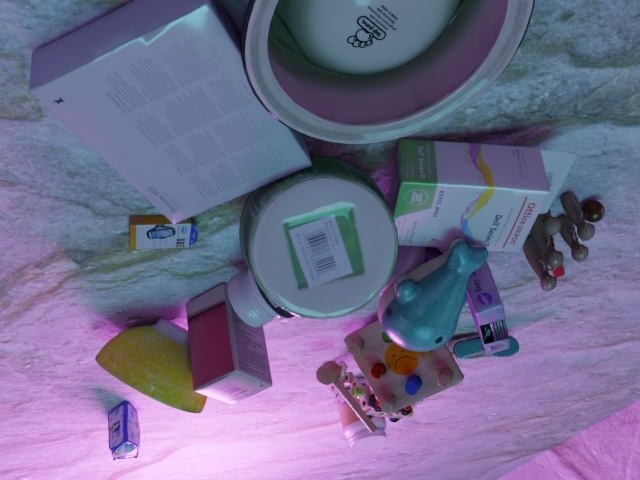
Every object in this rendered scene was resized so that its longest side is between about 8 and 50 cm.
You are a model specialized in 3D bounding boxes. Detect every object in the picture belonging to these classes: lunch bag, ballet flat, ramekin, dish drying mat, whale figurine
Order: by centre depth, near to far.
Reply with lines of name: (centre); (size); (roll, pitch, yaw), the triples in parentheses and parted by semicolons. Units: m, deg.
ramekin: (0.000, 0.000, 1.225); (0.303, 0.148, 0.304); (-2, 103, -6)
whale figurine: (0.243, 0.120, 1.350); (0.216, 0.141, 0.272); (16, 124, -40)
dish drying mat: (0.666, 0.082, 1.840); (0.032, 0.008, 0.083); (-25, 143, 14)
lunch bag: (-0.590, 0.575, 1.976); (0.096, 0.129, 0.151); (0, 144, -21)
ballet flat: (0.514, 0.336, 2.098); (0.240, 0.091, 0.077); (1, 173, -14)

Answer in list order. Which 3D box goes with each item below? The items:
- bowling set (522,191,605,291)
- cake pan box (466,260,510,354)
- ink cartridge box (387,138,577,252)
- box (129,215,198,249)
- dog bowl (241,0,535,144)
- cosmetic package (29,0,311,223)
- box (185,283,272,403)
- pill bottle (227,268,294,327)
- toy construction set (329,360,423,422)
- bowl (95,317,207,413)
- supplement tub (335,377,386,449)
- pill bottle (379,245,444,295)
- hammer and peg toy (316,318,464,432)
bowling set: (0.592, -0.020, 1.542); (0.199, 0.154, 0.287); (-18, 146, 6)
cake pan box: (0.373, 0.111, 1.552); (0.070, 0.267, 0.246); (-19, 143, 10)
ink cartridge box: (0.321, -0.083, 1.320); (0.353, 0.119, 0.207); (3, 143, 0)
box: (-0.319, -0.017, 1.334); (0.136, 0.028, 0.081); (-3, 144, -19)
dog bowl: (0.082, -0.331, 0.930); (0.407, 0.150, 0.408); (-10, 146, -7)
cosmetic package: (-0.217, -0.202, 1.049); (0.284, 0.098, 0.377); (-23, 144, 9)
box: (-0.219, 0.246, 1.555); (0.126, 0.232, 0.148); (-28, 143, 20)
pill bottle: (-0.057, 0.074, 1.436); (0.278, 0.162, 0.162); (-31, 142, 23)
toy construction set: (0.185, 0.445, 2.013); (0.327, 0.215, 0.151); (5, 141, -19)
bowl: (-0.376, 0.282, 1.589); (0.289, 0.289, 0.156); (38, 78, -49)
supplement tub: (0.135, 0.574, 2.171); (0.144, 0.200, 0.144); (-9, 145, -7)
pill bottle: (0.219, 0.080, 1.538); (0.169, 0.169, 0.301); (-30, 143, 21)
hammer and peg toy: (0.188, 0.357, 1.839); (0.361, 0.266, 0.127); (-31, 180, 21)
